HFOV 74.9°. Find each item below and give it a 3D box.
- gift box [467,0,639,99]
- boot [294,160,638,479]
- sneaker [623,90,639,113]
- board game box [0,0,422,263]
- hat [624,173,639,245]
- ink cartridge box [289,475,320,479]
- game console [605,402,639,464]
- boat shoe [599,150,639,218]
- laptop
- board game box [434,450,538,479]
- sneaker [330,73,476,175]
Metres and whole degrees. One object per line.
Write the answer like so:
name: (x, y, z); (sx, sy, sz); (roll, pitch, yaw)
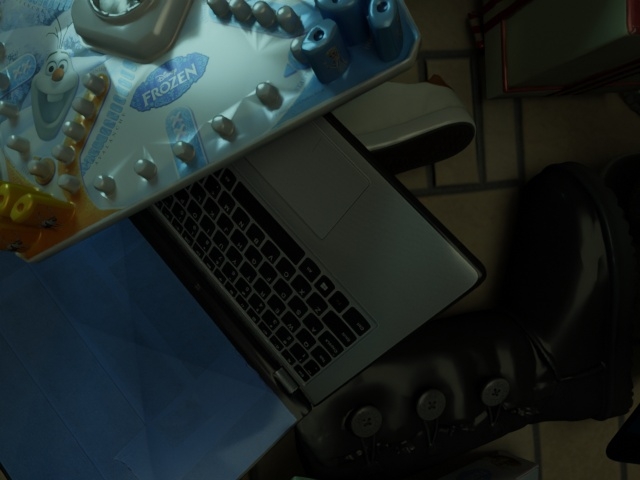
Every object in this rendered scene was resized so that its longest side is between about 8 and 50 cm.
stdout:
gift box: (0.344, -0.319, 0.475); (0.256, 0.258, 0.276); (-1, 95, -8)
boot: (0.161, 0.115, 0.553); (0.446, 0.146, 0.366); (-12, 94, -3)
sneaker: (0.520, -0.217, 0.617); (0.167, 0.065, 0.076); (33, 73, -12)
board game box: (-0.170, -0.229, 0.362); (0.390, 0.050, 0.389); (-24, 76, 15)
hat: (0.446, -0.065, 0.472); (0.331, 0.331, 0.134); (-45, 56, -3)
ink cartridge box: (0.017, 0.373, 0.520); (0.235, 0.056, 0.171); (28, 115, -27)
game console: (0.482, 0.133, 0.533); (0.293, 0.173, 0.250); (-37, 106, -19)
boat shoe: (0.552, -0.063, 0.616); (0.321, 0.103, 0.118); (9, 109, -3)
laptop: (-0.160, 0.046, 0.383); (0.382, 0.236, 0.408); (47, 127, 10)
board game box: (0.167, 0.460, 0.507); (0.319, 0.066, 0.317); (10, 82, -41)
sneaker: (0.037, -0.136, 0.544); (0.291, 0.106, 0.123); (-15, 63, 0)
